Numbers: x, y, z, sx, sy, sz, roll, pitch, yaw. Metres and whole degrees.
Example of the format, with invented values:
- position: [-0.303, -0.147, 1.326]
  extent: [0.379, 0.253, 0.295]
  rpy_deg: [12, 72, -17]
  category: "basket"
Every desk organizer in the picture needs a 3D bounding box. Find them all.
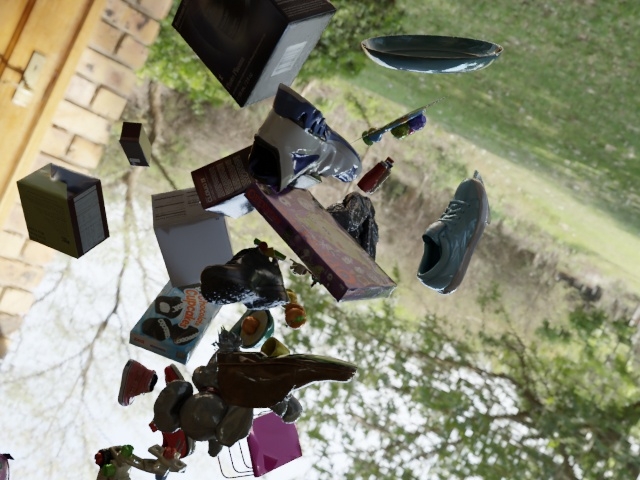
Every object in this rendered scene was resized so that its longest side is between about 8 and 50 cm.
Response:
- position: [-0.423, -0.220, 1.732]
  extent: [0.047, 0.050, 0.130]
  rpy_deg: [5, 160, 0]
  category: "desk organizer"

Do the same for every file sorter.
- position: [-0.238, 0.759, 2.839]
  extent: [0.182, 0.202, 0.291]
  rpy_deg: [-16, 173, 31]
  category: "file sorter"

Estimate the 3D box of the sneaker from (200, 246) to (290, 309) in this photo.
- position: [-0.168, 0.073, 1.605]
  extent: [0.109, 0.130, 0.286]
  rpy_deg: [-15, 164, 20]
  category: "sneaker"

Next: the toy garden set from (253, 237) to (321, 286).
- position: [-0.101, 0.075, 2.241]
  extent: [0.244, 0.049, 0.204]
  rpy_deg: [32, 175, -1]
  category: "toy garden set"

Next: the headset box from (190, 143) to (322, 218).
- position: [-0.171, -0.154, 1.909]
  extent: [0.218, 0.293, 0.110]
  rpy_deg: [17, -128, -74]
  category: "headset box"

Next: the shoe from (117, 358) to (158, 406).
- position: [-0.472, 0.384, 1.953]
  extent: [0.081, 0.177, 0.063]
  rpy_deg: [23, -140, 6]
  category: "shoe"

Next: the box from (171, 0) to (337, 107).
- position: [-0.169, -0.532, 1.800]
  extent: [0.183, 0.296, 0.294]
  rpy_deg: [-30, -103, -41]
  category: "box"

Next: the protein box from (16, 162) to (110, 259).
- position: [-0.737, -0.087, 2.170]
  extent: [0.200, 0.201, 0.136]
  rpy_deg: [19, -142, 23]
  category: "protein box"

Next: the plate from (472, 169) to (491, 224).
- position: [0.524, -0.140, 2.481]
  extent: [0.024, 0.188, 0.188]
  rpy_deg: [-14, 167, 21]
  category: "plate"

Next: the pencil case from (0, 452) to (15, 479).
- position: [-0.796, 0.498, 1.570]
  extent: [0.284, 0.124, 0.124]
  rpy_deg: [-4, 179, 8]
  category: "pencil case"

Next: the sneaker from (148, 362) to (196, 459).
- position: [-0.397, 0.463, 1.993]
  extent: [0.119, 0.278, 0.107]
  rpy_deg: [-10, -162, -25]
  category: "sneaker"

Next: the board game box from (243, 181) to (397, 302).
- position: [0.000, 0.000, 1.684]
  extent: [0.347, 0.056, 0.208]
  rpy_deg: [48, -151, 25]
  category: "board game box"

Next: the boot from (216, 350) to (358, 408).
- position: [-0.070, 0.291, 1.571]
  extent: [0.306, 0.115, 0.112]
  rpy_deg: [-2, 173, 16]
  category: "boot"

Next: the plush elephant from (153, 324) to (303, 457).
- position: [-0.237, 0.399, 1.814]
  extent: [0.272, 0.255, 0.330]
  rpy_deg: [14, 144, 28]
  category: "plush elephant"

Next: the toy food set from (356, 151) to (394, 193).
- position: [0.116, -0.205, 2.021]
  extent: [0.232, 0.104, 0.111]
  rpy_deg: [29, -161, -44]
  category: "toy food set"

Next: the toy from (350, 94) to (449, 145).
- position: [0.199, -0.278, 1.849]
  extent: [0.237, 0.056, 0.137]
  rpy_deg: [-14, -166, 48]
  category: "toy"

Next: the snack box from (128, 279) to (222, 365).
- position: [-0.430, 0.232, 2.314]
  extent: [0.187, 0.060, 0.322]
  rpy_deg: [20, -146, 4]
  category: "snack box"

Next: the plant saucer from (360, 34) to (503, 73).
- position: [0.249, -0.422, 1.702]
  extent: [0.318, 0.043, 0.317]
  rpy_deg: [0, -157, 0]
  category: "plant saucer"

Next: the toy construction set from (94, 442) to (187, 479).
- position: [-0.468, 0.621, 1.825]
  extent: [0.215, 0.327, 0.151]
  rpy_deg: [33, -176, 40]
  category: "toy construction set"

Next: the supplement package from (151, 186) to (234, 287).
- position: [-0.370, -0.013, 2.222]
  extent: [0.204, 0.261, 0.145]
  rpy_deg: [-11, -135, -5]
  category: "supplement package"

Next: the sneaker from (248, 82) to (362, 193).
- position: [-0.052, -0.177, 1.547]
  extent: [0.127, 0.182, 0.315]
  rpy_deg: [41, -178, 31]
  category: "sneaker"

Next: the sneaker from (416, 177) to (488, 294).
- position: [0.384, -0.028, 2.232]
  extent: [0.150, 0.365, 0.135]
  rpy_deg: [23, 169, -35]
  category: "sneaker"

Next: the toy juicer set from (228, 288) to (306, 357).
- position: [-0.163, 0.214, 2.111]
  extent: [0.089, 0.209, 0.329]
  rpy_deg: [36, 168, -32]
  category: "toy juicer set"

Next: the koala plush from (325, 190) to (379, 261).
- position: [0.025, -0.026, 1.992]
  extent: [0.221, 0.203, 0.196]
  rpy_deg: [-11, 123, 25]
  category: "koala plush"
